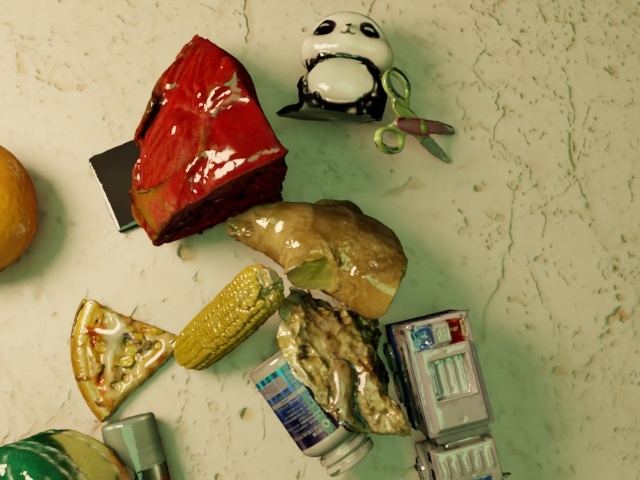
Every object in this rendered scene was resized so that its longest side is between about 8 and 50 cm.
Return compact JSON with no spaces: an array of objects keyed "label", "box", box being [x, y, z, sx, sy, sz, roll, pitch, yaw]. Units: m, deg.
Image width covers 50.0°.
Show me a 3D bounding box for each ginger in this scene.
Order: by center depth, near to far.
[{"label":"ginger","box":[0.000,0.000,1.003,0.270,0.219,0.123,29,121,-2]}]

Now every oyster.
[{"label":"oyster","box":[0.034,0.161,0.969,0.222,0.214,0.083,33,119,-24]}]

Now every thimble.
[{"label":"thimble","box":[-0.362,0.402,0.899,0.254,0.167,0.288,-11,84,22]}]

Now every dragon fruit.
[{"label":"dragon fruit","box":[-0.170,-0.153,1.036,0.302,0.240,0.330,-27,58,19]}]

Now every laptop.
[{"label":"laptop","box":[-0.254,-0.108,1.091,0.197,0.016,0.135,-23,83,-8]}]

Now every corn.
[{"label":"corn","box":[-0.131,0.114,0.978,0.080,0.080,0.238,48,125,4]}]

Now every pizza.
[{"label":"pizza","box":[-0.289,0.180,1.036,0.176,0.036,0.185,0,82,-3]}]

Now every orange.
[{"label":"orange","box":[-0.521,-0.047,0.984,0.219,0.193,0.220,-1,99,-6]}]

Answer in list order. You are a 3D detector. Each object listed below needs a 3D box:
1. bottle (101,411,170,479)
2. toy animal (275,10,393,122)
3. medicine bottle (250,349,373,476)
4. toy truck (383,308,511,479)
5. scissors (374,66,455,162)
[{"label":"bottle","box":[-0.246,0.396,0.985,0.082,0.082,0.286,-15,83,-5]},{"label":"toy animal","box":[0.027,-0.267,1.063,0.165,0.138,0.179,11,80,0]},{"label":"medicine bottle","box":[-0.009,0.242,1.006,0.107,0.107,0.192,-35,85,-7]},{"label":"toy truck","box":[0.184,0.240,0.992,0.124,0.155,0.268,-13,84,-5]},{"label":"scissors","box":[0.150,-0.176,1.061,0.187,0.020,0.134,19,76,-43]}]
